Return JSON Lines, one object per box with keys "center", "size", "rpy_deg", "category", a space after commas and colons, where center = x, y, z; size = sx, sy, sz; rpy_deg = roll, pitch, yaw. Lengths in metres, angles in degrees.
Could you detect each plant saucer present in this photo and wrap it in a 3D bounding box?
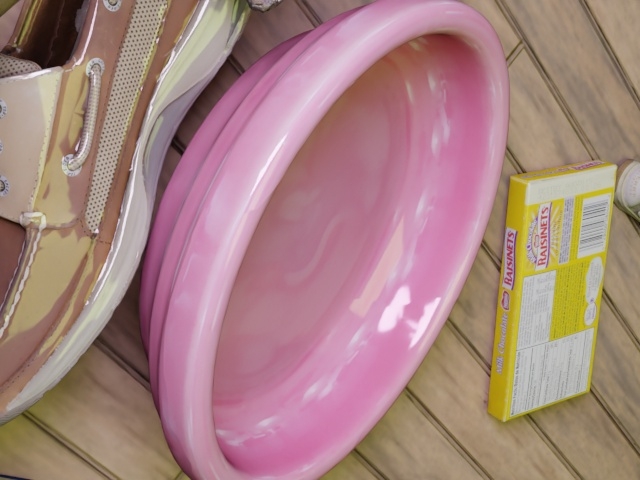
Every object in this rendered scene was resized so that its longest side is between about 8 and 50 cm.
{"center": [0.000, 0.000, 0.830], "size": [0.332, 0.084, 0.332], "rpy_deg": [-43, 147, -37], "category": "plant saucer"}

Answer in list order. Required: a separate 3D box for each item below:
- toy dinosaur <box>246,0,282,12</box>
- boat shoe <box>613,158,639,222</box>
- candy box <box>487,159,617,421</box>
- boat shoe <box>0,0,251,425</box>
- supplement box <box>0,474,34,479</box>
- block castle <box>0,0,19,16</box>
{"center": [0.011, -0.222, 0.735], "size": [0.118, 0.064, 0.268], "rpy_deg": [-59, 179, 40], "category": "toy dinosaur"}
{"center": [0.307, -0.024, 1.152], "size": [0.153, 0.048, 0.056], "rpy_deg": [32, 86, -42], "category": "boat shoe"}
{"center": [0.189, 0.041, 1.094], "size": [0.105, 0.027, 0.206], "rpy_deg": [-10, 113, -34], "category": "candy box"}
{"center": [-0.149, -0.059, 0.724], "size": [0.116, 0.123, 0.324], "rpy_deg": [30, 78, -39], "category": "boat shoe"}
{"center": [-0.192, 0.194, 0.803], "size": [0.056, 0.083, 0.083], "rpy_deg": [21, 94, -43], "category": "supplement box"}
{"center": [-0.152, -0.226, 0.511], "size": [0.213, 0.303, 0.453], "rpy_deg": [45, 73, -10], "category": "block castle"}
